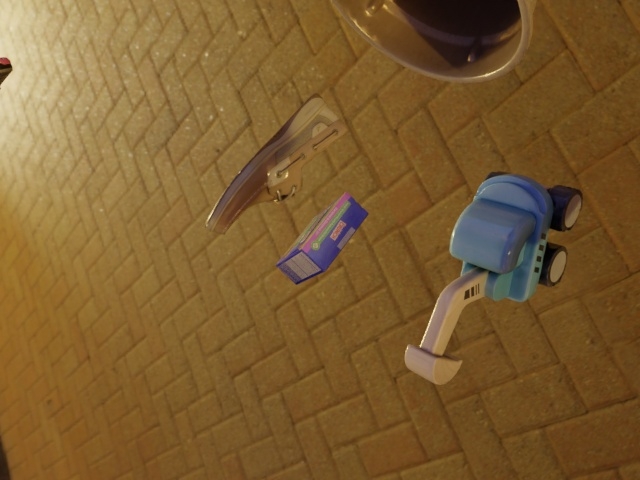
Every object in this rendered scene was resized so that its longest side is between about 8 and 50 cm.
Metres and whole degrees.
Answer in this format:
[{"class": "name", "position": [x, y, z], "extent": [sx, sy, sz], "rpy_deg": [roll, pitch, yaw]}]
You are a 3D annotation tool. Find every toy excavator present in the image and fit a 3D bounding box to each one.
[{"class": "toy excavator", "position": [0.372, 0.071, 1.388], "extent": [0.222, 0.445, 0.433], "rpy_deg": [24, 118, 41]}]

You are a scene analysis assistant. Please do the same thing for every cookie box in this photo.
[{"class": "cookie box", "position": [0.000, 0.000, 0.711], "extent": [0.040, 0.092, 0.107], "rpy_deg": [41, 157, -7]}]

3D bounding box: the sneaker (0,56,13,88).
[{"class": "sneaker", "position": [-0.525, -0.211, 0.923], "extent": [0.170, 0.063, 0.075], "rpy_deg": [-36, 100, 15]}]

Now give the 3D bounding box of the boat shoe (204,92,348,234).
[{"class": "boat shoe", "position": [-0.069, -0.113, 1.000], "extent": [0.098, 0.302, 0.109], "rpy_deg": [43, 161, -9]}]

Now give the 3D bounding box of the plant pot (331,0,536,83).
[{"class": "plant pot", "position": [0.210, -0.452, 0.850], "extent": [0.333, 0.334, 0.306], "rpy_deg": [23, 75, 41]}]
